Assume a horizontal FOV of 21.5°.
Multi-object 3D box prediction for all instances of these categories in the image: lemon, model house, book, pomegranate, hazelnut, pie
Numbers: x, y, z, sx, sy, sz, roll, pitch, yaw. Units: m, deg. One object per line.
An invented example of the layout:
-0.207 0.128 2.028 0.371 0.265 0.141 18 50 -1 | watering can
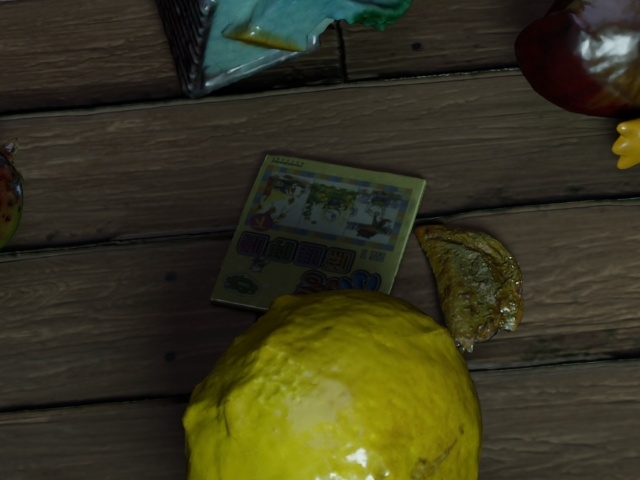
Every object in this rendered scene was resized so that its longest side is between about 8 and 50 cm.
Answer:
0.013 0.161 1.370 0.233 0.233 0.288 29 52 26 | lemon
-0.083 -0.287 1.792 0.230 0.249 0.280 7 54 -38 | model house
0.000 0.000 1.640 0.168 0.013 0.192 10 53 13 | book
-0.338 -0.049 1.647 0.129 0.129 0.159 33 52 28 | pomegranate
0.293 -0.207 1.675 0.202 0.170 0.160 -4 49 -11 | hazelnut
0.144 0.040 1.581 0.092 0.034 0.170 -9 45 1 | pie

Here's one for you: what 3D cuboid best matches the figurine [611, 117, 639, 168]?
0.411 -0.043 1.505 0.187 0.215 0.343 -26 51 -19 | figurine
